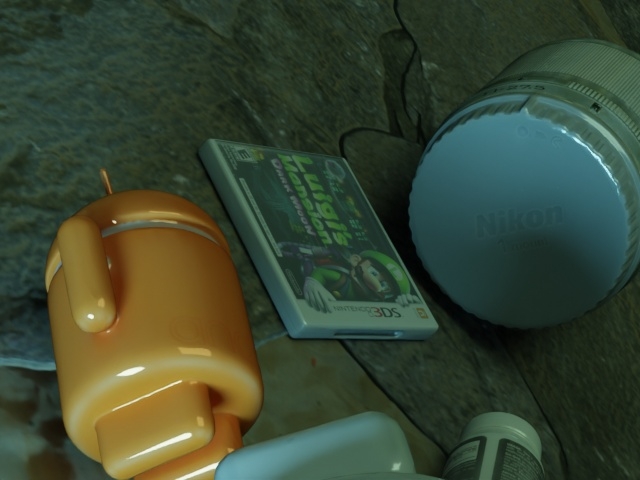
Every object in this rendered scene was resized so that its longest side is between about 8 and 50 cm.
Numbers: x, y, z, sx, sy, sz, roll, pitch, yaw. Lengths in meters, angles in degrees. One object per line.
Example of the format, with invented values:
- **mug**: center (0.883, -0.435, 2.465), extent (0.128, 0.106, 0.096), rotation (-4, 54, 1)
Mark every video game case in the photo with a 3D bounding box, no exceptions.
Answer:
- **video game case**: center (0.000, 0.000, 1.299), extent (0.173, 0.022, 0.190), rotation (5, 49, -49)

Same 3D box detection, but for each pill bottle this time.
- **pill bottle**: center (0.127, 0.193, 1.166), extent (0.078, 0.078, 0.137), rotation (40, 31, -9)

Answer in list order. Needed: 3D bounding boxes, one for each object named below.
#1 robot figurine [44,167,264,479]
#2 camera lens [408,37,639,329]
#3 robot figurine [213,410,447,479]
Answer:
- **robot figurine**: center (-0.108, 0.059, 0.994), extent (0.158, 0.128, 0.219), rotation (10, 45, -29)
- **camera lens**: center (0.219, -0.058, 1.441), extent (0.219, 0.219, 0.274), rotation (47, 30, 2)
- **robot figurine**: center (0.031, 0.267, 0.835), extent (0.300, 0.200, 0.353), rotation (66, 8, -51)
